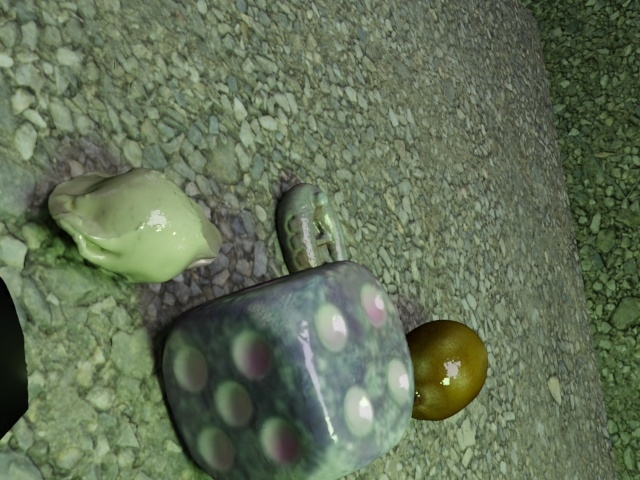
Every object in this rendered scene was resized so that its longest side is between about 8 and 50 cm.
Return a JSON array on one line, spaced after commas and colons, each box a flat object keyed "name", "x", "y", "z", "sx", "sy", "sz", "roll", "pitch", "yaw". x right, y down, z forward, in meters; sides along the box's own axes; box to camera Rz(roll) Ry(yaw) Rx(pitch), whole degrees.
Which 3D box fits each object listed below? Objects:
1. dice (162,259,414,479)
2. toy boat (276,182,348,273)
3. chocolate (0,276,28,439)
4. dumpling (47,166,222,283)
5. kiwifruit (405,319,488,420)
[{"name": "dice", "x": -0.041, "y": 0.191, "z": 1.091, "sx": 0.270, "sy": 0.270, "sz": 0.271, "roll": -18, "pitch": 91, "yaw": -55}, {"name": "toy boat", "x": 0.000, "y": 0.000, "z": 1.398, "sx": 0.155, "sy": 0.085, "sz": 0.227, "roll": -16, "pitch": 88, "yaw": -55}, {"name": "chocolate", "x": -0.430, "y": 0.117, "z": 0.661, "sx": 0.284, "sy": 0.186, "sz": 0.283, "roll": 31, "pitch": 47, "yaw": -40}, {"name": "dumpling", "x": -0.253, "y": -0.035, "z": 1.027, "sx": 0.258, "sy": 0.147, "sz": 0.193, "roll": 0, "pitch": 45, "yaw": -49}, {"name": "kiwifruit", "x": 0.231, "y": 0.263, "z": 1.510, "sx": 0.234, "sy": 0.196, "sz": 0.196, "roll": -30, "pitch": 101, "yaw": -48}]
